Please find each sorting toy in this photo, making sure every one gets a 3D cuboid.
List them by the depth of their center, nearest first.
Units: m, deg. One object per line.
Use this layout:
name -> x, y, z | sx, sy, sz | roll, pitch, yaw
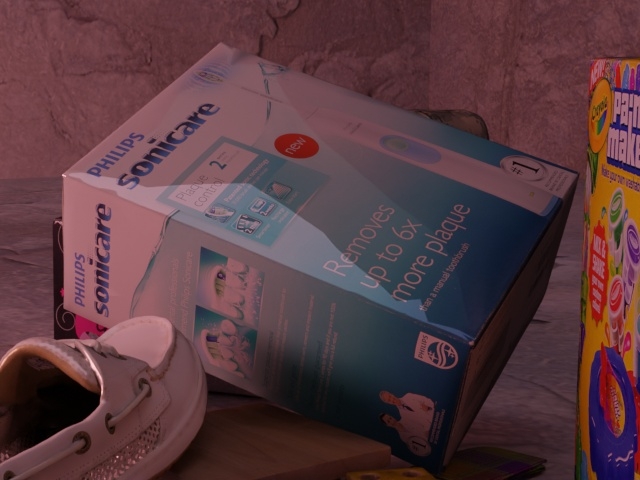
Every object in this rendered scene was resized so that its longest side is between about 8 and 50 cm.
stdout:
sorting toy -> -0.043, 0.143, 0.806 | 0.132, 0.046, 0.274 | -6, 10, -39

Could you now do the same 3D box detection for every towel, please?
towel -> 0.104, 0.151, 0.892 | 0.060, 0.009, 0.083 | 7, 9, 41

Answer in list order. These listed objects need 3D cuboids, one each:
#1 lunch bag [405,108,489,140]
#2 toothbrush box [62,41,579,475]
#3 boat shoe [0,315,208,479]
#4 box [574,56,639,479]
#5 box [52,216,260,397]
lunch bag -> 0.012, -0.050, 1.579 | 0.256, 0.213, 0.305 | -5, 9, -39
toothbrush box -> 0.000, 0.000, 0.942 | 0.295, 0.126, 0.216 | 22, 40, 18
boat shoe -> -0.134, 0.093, 0.733 | 0.098, 0.096, 0.277 | -15, 18, 15
box -> 0.240, 0.049, 0.672 | 0.177, 0.279, 0.290 | 1, 8, 1
box -> -0.086, 0.044, 1.162 | 0.247, 0.142, 0.163 | 3, 8, 21
